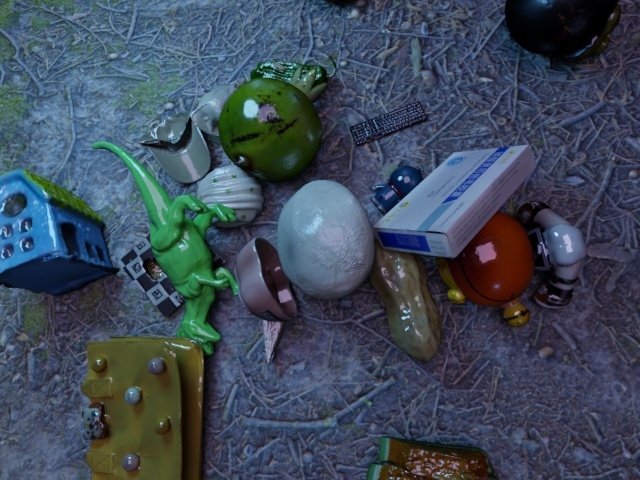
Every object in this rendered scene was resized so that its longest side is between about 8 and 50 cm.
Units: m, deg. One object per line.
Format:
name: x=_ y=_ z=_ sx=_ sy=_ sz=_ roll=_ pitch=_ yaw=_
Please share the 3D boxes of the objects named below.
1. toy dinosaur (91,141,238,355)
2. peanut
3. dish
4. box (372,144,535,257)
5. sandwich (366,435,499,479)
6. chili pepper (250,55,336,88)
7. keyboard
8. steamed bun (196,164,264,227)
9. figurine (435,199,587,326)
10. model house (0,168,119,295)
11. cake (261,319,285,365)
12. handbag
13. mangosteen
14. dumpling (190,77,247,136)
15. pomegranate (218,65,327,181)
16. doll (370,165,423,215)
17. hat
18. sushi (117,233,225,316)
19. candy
toy dinosaur: x=-0.405 y=0.016 z=1.038 sx=0.499 sy=0.144 sz=0.375 roll=29 pitch=108 yaw=12
peanut: x=0.194 y=0.126 z=0.958 sx=0.149 sy=0.149 sz=0.313 roll=-16 pitch=76 yaw=3
dish: x=-0.140 y=0.103 z=0.982 sx=0.090 sy=0.213 sz=0.213 roll=-25 pitch=75 yaw=9
box: x=0.298 y=-0.096 z=0.917 sx=0.343 sy=0.200 sz=0.065 roll=-40 pitch=116 yaw=-26
sandwich: x=0.237 y=0.474 z=0.851 sx=0.291 sy=0.212 sz=0.109 roll=-4 pitch=61 yaw=20
chili pepper: x=-0.083 y=-0.463 z=1.163 sx=0.256 sy=0.074 sz=0.100 roll=9 pitch=79 yaw=10
keyboard: x=0.184 y=-0.320 z=1.127 sx=0.204 sy=0.013 sz=0.061 roll=-20 pitch=75 yaw=2
steamed bun: x=-0.242 y=-0.123 z=1.090 sx=0.182 sy=0.106 sz=0.183 roll=-1 pitch=78 yaw=5
figurine: x=0.404 y=0.033 z=0.924 sx=0.322 sy=0.196 sz=0.320 roll=-7 pitch=75 yaw=-5
model house: x=-0.703 y=-0.026 z=1.062 sx=0.215 sy=0.237 sz=0.303 roll=-24 pitch=74 yaw=-1
cake: x=-0.125 y=0.244 z=1.019 sx=0.065 sy=0.052 sz=0.121 roll=12 pitch=80 yaw=4
handbag: x=-0.429 y=0.431 z=0.964 sx=0.282 sy=0.133 sz=0.401 roll=-4 pitch=84 yaw=18
mangosteen: x=0.626 y=-0.580 z=1.029 sx=0.302 sy=0.275 sz=0.275 roll=36 pitch=82 yaw=-20
dumpling: x=-0.259 y=-0.362 z=1.145 sx=0.199 sy=0.118 sz=0.136 roll=-46 pitch=115 yaw=-12
pomegranate: x=-0.105 y=-0.305 z=1.051 sx=0.260 sy=0.260 sz=0.341 roll=29 pitch=77 yaw=13
doll: x=0.201 y=-0.132 z=1.050 sx=0.152 sy=0.085 sz=0.114 roll=-42 pitch=64 yaw=7
hat: x=-0.394 y=-0.259 z=1.171 sx=0.166 sy=0.144 sz=0.173 roll=-28 pitch=119 yaw=-2
sushi: x=-0.386 y=0.058 z=1.094 sx=0.215 sy=0.050 sz=0.192 roll=-42 pitch=91 yaw=0
candy: x=0.000 y=0.000 z=0.949 sx=0.185 sy=0.295 sz=0.296 roll=-8 pitch=71 yaw=-38
